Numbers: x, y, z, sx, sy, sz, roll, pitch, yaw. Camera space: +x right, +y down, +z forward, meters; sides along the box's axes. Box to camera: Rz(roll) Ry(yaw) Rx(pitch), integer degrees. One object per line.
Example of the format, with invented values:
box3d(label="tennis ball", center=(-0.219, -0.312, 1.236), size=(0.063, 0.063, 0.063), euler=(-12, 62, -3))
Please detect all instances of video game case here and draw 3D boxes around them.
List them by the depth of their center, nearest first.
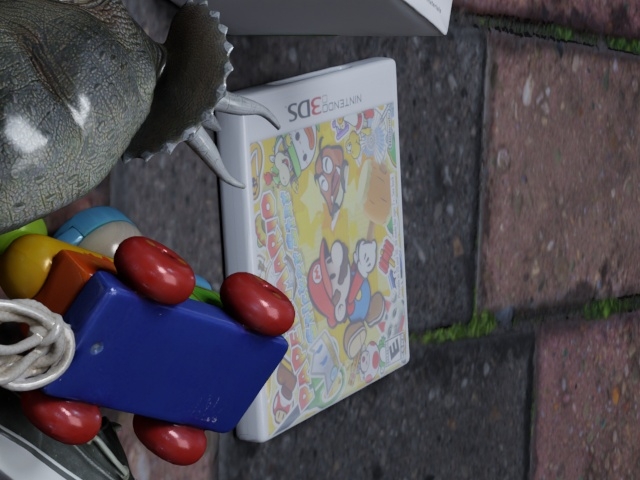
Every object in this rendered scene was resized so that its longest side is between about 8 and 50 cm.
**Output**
box3d(label="video game case", center=(0.000, 0.000, 1.252), size=(0.206, 0.026, 0.227), euler=(-22, 112, -57))

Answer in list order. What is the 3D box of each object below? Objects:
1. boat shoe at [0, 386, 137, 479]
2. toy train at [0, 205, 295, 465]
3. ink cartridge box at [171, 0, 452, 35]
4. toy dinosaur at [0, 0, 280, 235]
box3d(label="boat shoe", center=(-0.133, 0.121, 0.985), size=(0.219, 0.078, 0.070), euler=(48, 53, -48))
box3d(label="toy train", center=(-0.136, 0.020, 0.912), size=(0.105, 0.143, 0.248), euler=(-56, 145, 9))
box3d(label="ink cartridge box", center=(0.006, -0.238, 1.101), size=(0.092, 0.160, 0.219), euler=(27, 69, -58))
box3d(label="toy dinosaur", center=(-0.145, -0.068, 0.848), size=(0.313, 0.160, 0.121), euler=(-38, 158, -53))
